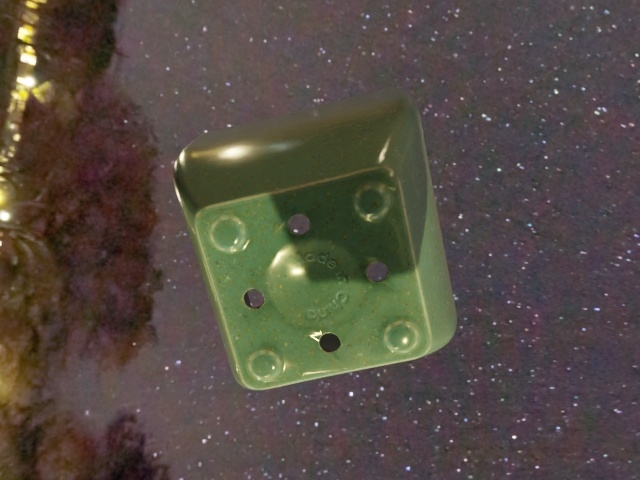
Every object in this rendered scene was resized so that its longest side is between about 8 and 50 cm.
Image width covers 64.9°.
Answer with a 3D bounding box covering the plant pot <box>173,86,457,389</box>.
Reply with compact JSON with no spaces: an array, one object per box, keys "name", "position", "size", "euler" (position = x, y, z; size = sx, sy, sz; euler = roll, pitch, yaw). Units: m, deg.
[{"name":"plant pot","position":[0.000,0.000,0.472],"size":[0.252,0.247,0.247],"euler":[-85,162,-76]}]
